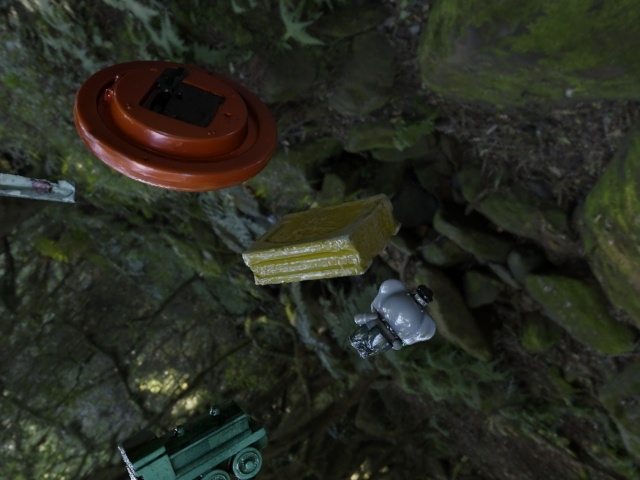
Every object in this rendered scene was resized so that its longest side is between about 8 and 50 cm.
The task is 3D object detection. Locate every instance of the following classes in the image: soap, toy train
[{"bbox_3d":[0.000,0.000,1.387,0.315,0.199,0.091,-10,118,43],"label":"soap"},{"bbox_3d":[-0.143,0.254,0.760,0.071,0.170,0.111,16,125,55],"label":"toy train"}]

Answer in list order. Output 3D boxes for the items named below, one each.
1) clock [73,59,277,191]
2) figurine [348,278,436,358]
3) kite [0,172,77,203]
[{"bbox_3d":[-0.144,-0.126,0.661,0.205,0.205,0.051,38,134,18],"label":"clock"},{"bbox_3d":[0.147,0.159,1.296,0.147,0.192,0.126,51,-170,-1],"label":"figurine"},{"bbox_3d":[-0.485,-0.083,0.768,0.369,0.405,0.014,6,178,-22],"label":"kite"}]
